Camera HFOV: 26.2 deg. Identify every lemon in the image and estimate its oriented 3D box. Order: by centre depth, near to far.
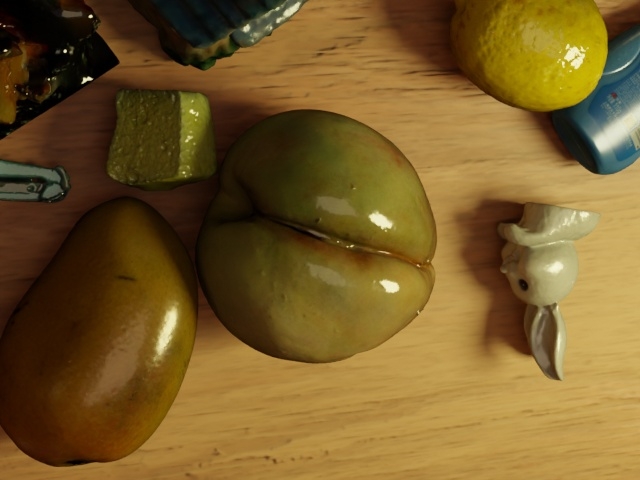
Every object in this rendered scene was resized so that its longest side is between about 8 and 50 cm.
[{"bbox_3d":[0.248,-0.245,1.652,0.207,0.170,0.170,24,92,-12],"label":"lemon"}]

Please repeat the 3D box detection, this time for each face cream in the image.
[{"bbox_3d":[0.422,-0.204,1.752,0.264,0.083,0.149,-38,109,-8],"label":"face cream"}]

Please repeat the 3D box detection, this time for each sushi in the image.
[{"bbox_3d":[-0.356,-0.226,1.435,0.215,0.212,0.227,-37,103,-17],"label":"sushi"}]

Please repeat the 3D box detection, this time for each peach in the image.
[{"bbox_3d":[0.001,-0.001,1.581,0.292,0.247,0.292,2,88,-42],"label":"peach"}]

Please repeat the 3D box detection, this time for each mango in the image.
[{"bbox_3d":[-0.246,0.107,1.550,0.211,0.173,0.317,20,86,21],"label":"mango"}]

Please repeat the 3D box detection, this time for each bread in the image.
[{"bbox_3d":[-0.177,-0.114,1.568,0.129,0.111,0.114,4,96,20],"label":"bread"}]

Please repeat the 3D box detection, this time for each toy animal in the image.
[{"bbox_3d":[0.272,0.060,1.743,0.130,0.103,0.221,8,97,-20],"label":"toy animal"}]

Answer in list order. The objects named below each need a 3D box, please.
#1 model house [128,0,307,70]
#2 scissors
[{"bbox_3d":[-0.054,-0.432,1.402,0.445,0.400,0.395,-39,106,-8],"label":"model house"},{"bbox_3d":[-0.473,-0.089,1.522,0.392,0.032,0.180,7,96,-18],"label":"scissors"}]
